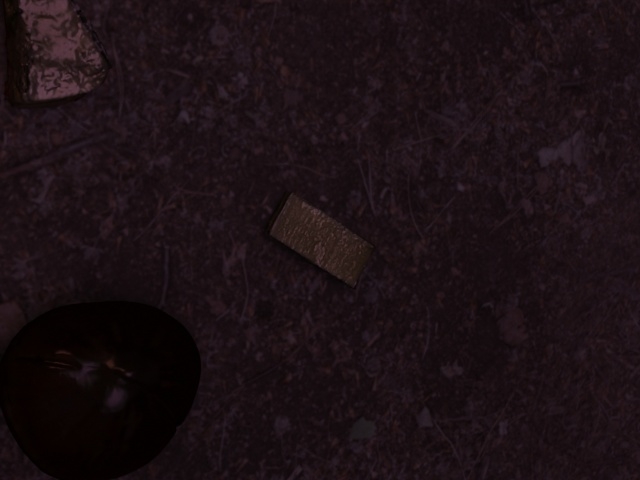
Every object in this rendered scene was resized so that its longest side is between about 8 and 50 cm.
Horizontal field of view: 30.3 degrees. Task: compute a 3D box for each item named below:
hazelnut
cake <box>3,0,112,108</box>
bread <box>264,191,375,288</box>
[{"bbox_3d":[-0.245,0.161,1.354,0.229,0.229,0.230,-4,99,-25],"label":"hazelnut"},{"bbox_3d":[-0.296,-0.258,1.333,0.116,0.086,0.221,-4,99,-25],"label":"cake"},{"bbox_3d":[0.000,0.000,1.550,0.153,0.028,0.068,32,83,-25],"label":"bread"}]
